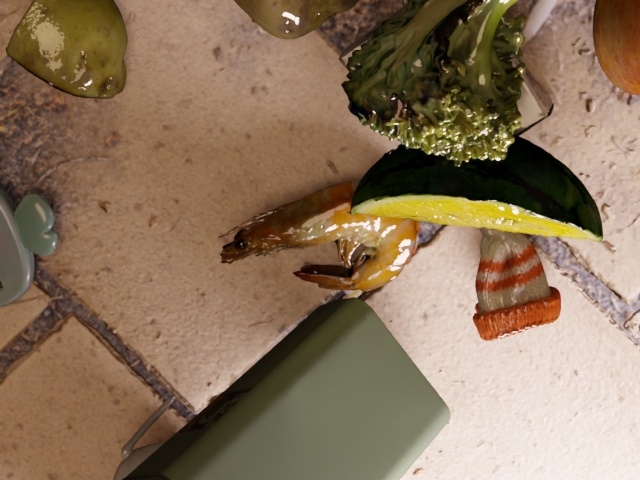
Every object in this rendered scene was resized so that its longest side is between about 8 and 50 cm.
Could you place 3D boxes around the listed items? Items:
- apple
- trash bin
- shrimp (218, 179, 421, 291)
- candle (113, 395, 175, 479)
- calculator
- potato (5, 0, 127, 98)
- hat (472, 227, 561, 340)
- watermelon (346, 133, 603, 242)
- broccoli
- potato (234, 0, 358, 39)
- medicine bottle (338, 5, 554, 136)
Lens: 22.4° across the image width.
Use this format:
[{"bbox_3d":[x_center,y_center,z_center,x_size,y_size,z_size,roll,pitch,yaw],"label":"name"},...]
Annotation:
[{"bbox_3d":[0.400,-0.237,1.750,0.211,0.211,0.188,15,91,4],"label":"apple"},{"bbox_3d":[-0.034,0.253,1.928,0.223,0.343,0.158,52,151,-11],"label":"trash bin"},{"bbox_3d":[0.000,0.000,1.978,0.248,0.068,0.150,-4,114,5],"label":"shrimp"},{"bbox_3d":[-0.148,0.383,2.056,0.221,0.221,0.342,-40,96,19],"label":"candle"},{"bbox_3d":[-0.468,0.008,2.065,0.298,0.041,0.186,-15,107,16],"label":"calculator"},{"bbox_3d":[-0.279,-0.241,1.906,0.149,0.081,0.120,27,118,-14],"label":"potato"},{"bbox_3d":[0.221,0.028,1.938,0.112,0.093,0.162,-15,101,-13],"label":"hat"},{"bbox_3d":[0.180,-0.052,1.860,0.301,0.123,0.129,6,136,6],"label":"watermelon"},{"bbox_3d":[0.172,-0.193,1.754,0.273,0.242,0.180,-38,119,24],"label":"broccoli"},{"bbox_3d":[-0.043,-0.330,1.830,0.154,0.137,0.200,-38,101,-13],"label":"potato"},{"bbox_3d":[0.147,-0.184,1.892,0.171,0.052,0.201,-35,100,18],"label":"medicine bottle"}]
